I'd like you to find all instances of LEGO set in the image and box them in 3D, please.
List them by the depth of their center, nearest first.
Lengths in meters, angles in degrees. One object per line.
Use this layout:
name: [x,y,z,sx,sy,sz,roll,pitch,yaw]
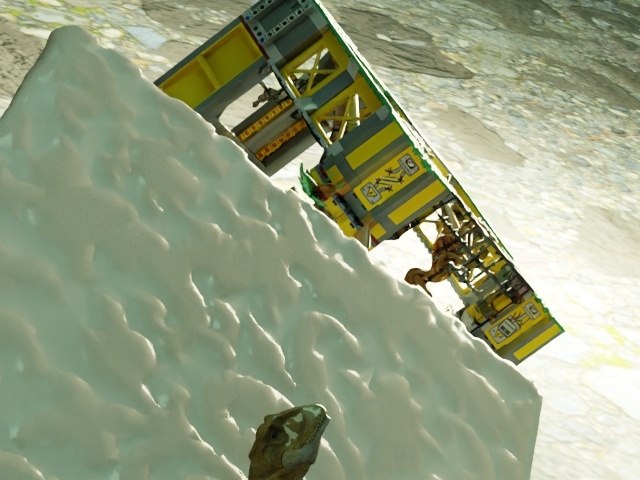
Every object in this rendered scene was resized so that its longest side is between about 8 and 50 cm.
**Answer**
LEGO set: [0.000,0.000,1.110,0.255,0.192,0.331,57,8,29]

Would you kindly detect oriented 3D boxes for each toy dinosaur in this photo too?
toy dinosaur: [-0.007,0.167,0.635,0.112,0.064,0.211,20,47,-20]

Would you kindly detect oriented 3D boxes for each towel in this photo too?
towel: [-0.045,0.096,0.727,0.332,0.053,0.317,38,39,-18]
